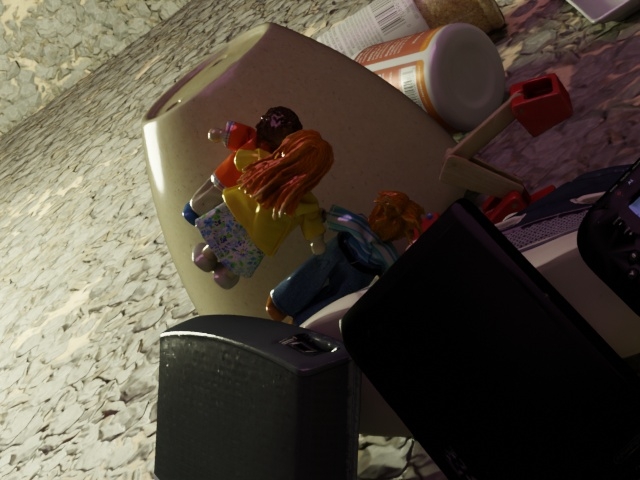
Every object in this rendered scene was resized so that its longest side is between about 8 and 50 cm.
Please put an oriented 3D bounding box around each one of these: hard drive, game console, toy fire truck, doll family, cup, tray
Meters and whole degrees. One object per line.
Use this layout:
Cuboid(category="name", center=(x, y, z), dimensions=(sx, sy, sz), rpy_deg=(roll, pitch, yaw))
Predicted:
Cuboid(category="hard drive", center=(-0.060, 0.148, 0.900), dimensions=(0.054, 0.172, 0.254), rpy_deg=(2, 1, -34))
Cuboid(category="game console", center=(0.190, 0.008, 0.726), dimensions=(0.361, 0.044, 0.213), rpy_deg=(-47, 60, 10))
Cuboid(category="toy fire truck", center=(0.149, -0.046, 0.999), dimensions=(0.192, 0.135, 0.047), rpy_deg=(-27, 24, 19))
Cuboid(category="doll family", center=(0.000, 0.000, 0.960), dimensions=(0.163, 0.263, 0.118), rpy_deg=(-47, 6, 25))
Cuboid(category="cup", center=(-0.045, -0.081, 1.175), dimensions=(0.331, 0.237, 0.331), rpy_deg=(-33, 18, 12))
Cuboid(category="tray", center=(0.358, -0.325, 1.375), dimensions=(0.145, 0.030, 0.270), rpy_deg=(-31, 23, 10))

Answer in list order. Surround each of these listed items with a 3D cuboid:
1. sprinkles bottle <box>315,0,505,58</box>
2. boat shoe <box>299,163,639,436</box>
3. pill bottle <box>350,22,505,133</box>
Cuboid(category="sprinkles bottle", center=(0.064, -0.242, 1.510), dimensions=(0.355, 0.121, 0.121), rpy_deg=(-31, 24, 12))
Cuboid(category="boat shoe", center=(0.135, 0.046, 0.897), dimensions=(0.340, 0.127, 0.158), rpy_deg=(-18, 17, 30))
Cuboid(category="pill bottle", center=(0.100, -0.177, 1.335), dimensions=(0.216, 0.121, 0.121), rpy_deg=(-4, 39, 51))
